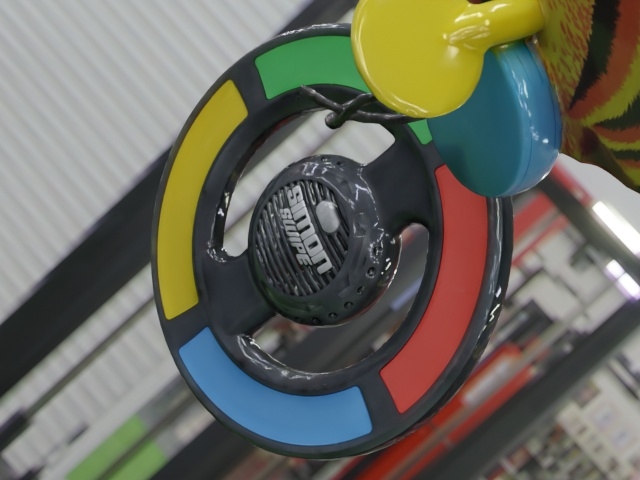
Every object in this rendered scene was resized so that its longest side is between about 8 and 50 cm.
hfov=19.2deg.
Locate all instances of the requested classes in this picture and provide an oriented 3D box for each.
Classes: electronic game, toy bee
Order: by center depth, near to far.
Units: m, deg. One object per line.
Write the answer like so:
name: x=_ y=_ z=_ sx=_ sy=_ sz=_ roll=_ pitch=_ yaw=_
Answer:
toy bee: x=0.075 y=-0.100 z=0.729 sx=0.298 sy=0.195 sz=0.162 roll=6 pitch=-66 yaw=38
electronic game: x=0.000 y=0.000 z=0.991 sx=0.048 sy=0.229 sz=0.229 roll=9 pitch=34 yaw=-53
